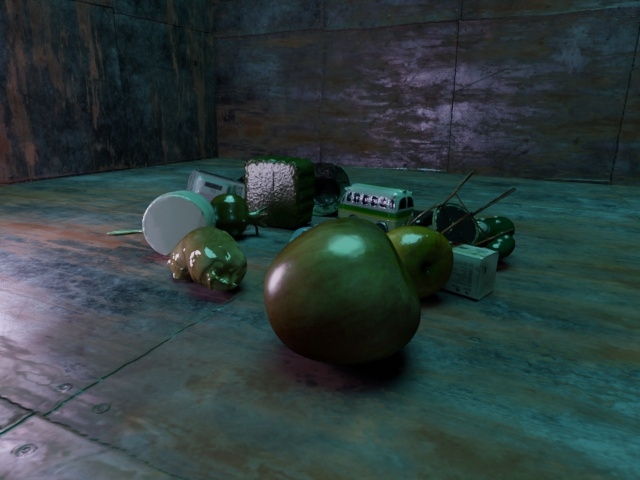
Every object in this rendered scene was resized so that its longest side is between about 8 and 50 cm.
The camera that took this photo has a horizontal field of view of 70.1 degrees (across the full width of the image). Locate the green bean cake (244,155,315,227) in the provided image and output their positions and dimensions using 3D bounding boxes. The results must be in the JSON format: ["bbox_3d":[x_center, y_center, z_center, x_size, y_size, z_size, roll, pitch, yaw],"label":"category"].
[{"bbox_3d":[-0.150,-0.184,1.690,0.247,0.249,0.156,7,18,24],"label":"green bean cake"}]

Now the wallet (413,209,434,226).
[{"bbox_3d":[0.319,-0.096,1.783,0.229,0.049,0.182,10,21,34],"label":"wallet"}]

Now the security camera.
[{"bbox_3d":[-0.413,-0.062,1.371,0.195,0.194,0.236,-1,14,-7],"label":"security camera"}]

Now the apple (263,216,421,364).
[{"bbox_3d":[0.035,0.091,0.774,0.234,0.256,0.257,-29,13,8],"label":"apple"}]

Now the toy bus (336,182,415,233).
[{"bbox_3d":[0.196,-0.118,1.637,0.276,0.164,0.134,16,21,42],"label":"toy bus"}]

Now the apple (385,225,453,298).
[{"bbox_3d":[0.202,0.048,1.041,0.183,0.182,0.155,-4,9,-18],"label":"apple"}]

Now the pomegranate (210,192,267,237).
[{"bbox_3d":[-0.277,-0.082,1.528,0.191,0.151,0.131,-1,-23,-20],"label":"pomegranate"}]

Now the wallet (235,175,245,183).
[{"bbox_3d":[-0.273,-0.240,2.028,0.229,0.062,0.406,1,0,-21],"label":"wallet"}]

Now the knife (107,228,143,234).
[{"bbox_3d":[-0.618,-0.033,1.562,0.207,0.014,0.030,-8,16,-31],"label":"knife"}]

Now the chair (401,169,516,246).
[{"bbox_3d":[0.358,-0.043,1.237,0.170,0.159,0.325,19,-29,-12],"label":"chair"}]

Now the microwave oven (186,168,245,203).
[{"bbox_3d":[-0.410,-0.192,1.787,0.208,0.122,0.162,14,-5,-23],"label":"microwave oven"}]

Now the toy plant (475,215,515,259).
[{"bbox_3d":[0.455,-0.007,1.342,0.233,0.112,0.243,5,26,34],"label":"toy plant"}]

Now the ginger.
[{"bbox_3d":[-0.266,0.044,1.101,0.138,0.152,0.267,26,-8,-38],"label":"ginger"}]

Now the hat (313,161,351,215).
[{"bbox_3d":[0.023,-0.200,1.939,0.266,0.265,0.128,9,-13,26],"label":"hat"}]

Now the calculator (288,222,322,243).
[{"bbox_3d":[0.000,0.000,1.433,0.189,0.042,0.302,2,16,8],"label":"calculator"}]

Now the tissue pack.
[{"bbox_3d":[0.337,0.066,1.103,0.099,0.106,0.149,-15,23,-43],"label":"tissue pack"}]
